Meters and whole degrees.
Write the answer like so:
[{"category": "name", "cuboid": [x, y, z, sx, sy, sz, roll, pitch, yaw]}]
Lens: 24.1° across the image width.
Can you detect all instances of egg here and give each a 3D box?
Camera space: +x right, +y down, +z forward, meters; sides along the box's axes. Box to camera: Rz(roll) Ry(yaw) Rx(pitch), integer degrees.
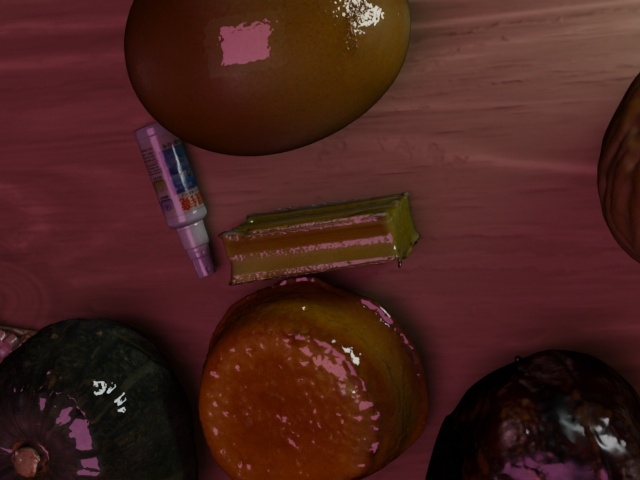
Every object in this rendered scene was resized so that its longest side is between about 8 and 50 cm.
[{"category": "egg", "cuboid": [-0.065, -0.244, 1.796, 0.351, 0.282, 0.282, -7, 101, 18]}]

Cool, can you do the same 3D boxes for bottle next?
[{"category": "bottle", "cuboid": [-0.189, -0.054, 2.006, 0.060, 0.060, 0.217, -15, 98, 21]}]

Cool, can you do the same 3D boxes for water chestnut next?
[{"category": "water chestnut", "cuboid": [0.309, 0.298, 1.826, 0.347, 0.335, 0.335, 6, 108, -14]}]

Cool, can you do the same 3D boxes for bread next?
[{"category": "bread", "cuboid": [-0.018, 0.198, 1.954, 0.312, 0.172, 0.312, 5, 108, 17]}]

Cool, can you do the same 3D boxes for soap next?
[{"category": "soap", "cuboid": [0.000, -0.002, 1.918, 0.233, 0.135, 0.076, -6, 101, 18]}]

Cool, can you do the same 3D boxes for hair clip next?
[{"category": "hair clip", "cuboid": [-0.477, 0.134, 2.152, 0.214, 0.056, 0.062, 16, 141, 13]}]

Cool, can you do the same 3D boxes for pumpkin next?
[{"category": "pumpkin", "cuboid": [-0.321, 0.270, 2.030, 0.292, 0.257, 0.327, -19, 92, 28]}]

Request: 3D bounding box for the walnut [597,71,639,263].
[{"category": "walnut", "cuboid": [0.470, -0.095, 1.665, 0.333, 0.333, 0.332, 4, 105, 17]}]
